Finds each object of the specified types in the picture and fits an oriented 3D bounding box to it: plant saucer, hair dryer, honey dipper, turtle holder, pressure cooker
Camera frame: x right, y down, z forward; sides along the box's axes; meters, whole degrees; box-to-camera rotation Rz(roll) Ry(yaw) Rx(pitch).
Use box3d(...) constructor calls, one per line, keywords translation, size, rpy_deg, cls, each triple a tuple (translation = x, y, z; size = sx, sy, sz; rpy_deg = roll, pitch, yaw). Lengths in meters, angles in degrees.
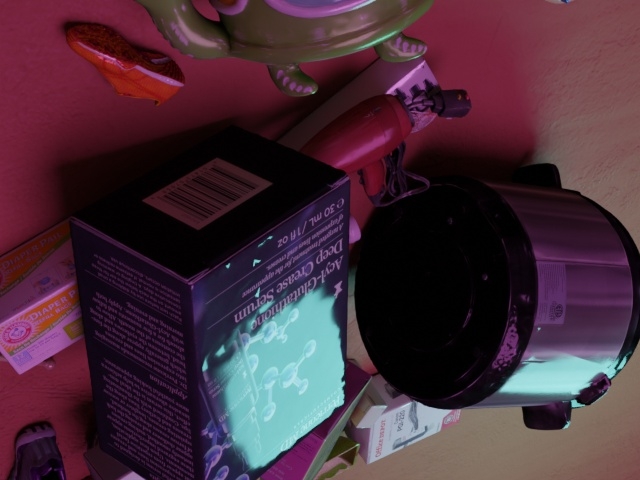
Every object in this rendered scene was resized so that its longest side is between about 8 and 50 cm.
box3d(translation=(-0.020, 0.433, 2.268), size=(0.188, 0.045, 0.188), rpy_deg=(-27, 161, -12), cls="plant saucer")
box3d(translation=(0.074, -0.106, 1.652), size=(0.293, 0.080, 0.224), rpy_deg=(-6, 135, -36), cls="hair dryer")
box3d(translation=(-0.438, 0.166, 1.682), size=(0.030, 0.030, 0.160), rpy_deg=(-51, 146, 18), cls="honey dipper")
box3d(translation=(-0.036, -0.319, 1.343), size=(0.320, 0.243, 0.228), rpy_deg=(-1, 128, 17), cls="turtle holder")
box3d(translation=(0.312, 0.093, 1.922), size=(0.420, 0.375, 0.370), rpy_deg=(3, 125, -40), cls="pressure cooker")

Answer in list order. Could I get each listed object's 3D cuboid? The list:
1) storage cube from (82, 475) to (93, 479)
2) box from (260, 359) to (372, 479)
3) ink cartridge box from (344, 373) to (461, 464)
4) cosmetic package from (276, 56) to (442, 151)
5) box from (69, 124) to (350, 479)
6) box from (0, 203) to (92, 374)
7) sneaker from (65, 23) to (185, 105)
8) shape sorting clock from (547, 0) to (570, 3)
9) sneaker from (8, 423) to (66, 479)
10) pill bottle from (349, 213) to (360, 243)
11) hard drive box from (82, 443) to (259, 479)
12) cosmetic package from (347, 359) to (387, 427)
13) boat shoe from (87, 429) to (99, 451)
box3d(translation=(-0.275, 0.479, 2.017), size=(0.183, 0.193, 0.215), rpy_deg=(-31, 144, -8), cls="storage cube")
box3d(translation=(-0.043, 0.333, 2.033), size=(0.213, 0.117, 0.243), rpy_deg=(-45, 163, -56), cls="box")
box3d(translation=(0.161, 0.314, 2.279), size=(0.217, 0.092, 0.159), rpy_deg=(-19, 140, -19), cls="ink cartridge box")
box3d(translation=(0.056, -0.169, 1.688), size=(0.239, 0.060, 0.099), rpy_deg=(-39, 143, 3), cls="cosmetic package")
box3d(translation=(-0.132, 0.103, 1.555), size=(0.293, 0.212, 0.396), rpy_deg=(-36, 139, -39), cls="box")
box3d(translation=(-0.349, 0.065, 1.576), size=(0.203, 0.103, 0.114), rpy_deg=(-31, 143, -8), cls="box")
box3d(translation=(-0.235, -0.201, 1.415), size=(0.067, 0.064, 0.175), rpy_deg=(-40, 142, 21), cls="sneaker")
box3d(translation=(0.378, -0.426, 1.685), size=(0.206, 0.040, 0.206), rpy_deg=(-25, 141, -22), cls="shape sorting clock")
box3d(translation=(-0.438, 0.391, 1.866), size=(0.083, 0.098, 0.224), rpy_deg=(-16, 139, -26), cls="sneaker")
box3d(translation=(0.000, 0.000, 1.823), size=(0.116, 0.065, 0.065), rpy_deg=(-24, 142, -15), cls="pill bottle")
box3d(translation=(-0.225, 0.349, 1.839), size=(0.232, 0.089, 0.181), rpy_deg=(-30, 133, -21), cls="hard drive box")
box3d(translation=(0.064, 0.273, 2.133), size=(0.041, 0.115, 0.060), rpy_deg=(6, 126, -43), cls="cosmetic package")
box3d(translation=(-0.234, 0.295, 1.959), size=(0.319, 0.116, 0.099), rpy_deg=(-17, -177, -35), cls="boat shoe")
